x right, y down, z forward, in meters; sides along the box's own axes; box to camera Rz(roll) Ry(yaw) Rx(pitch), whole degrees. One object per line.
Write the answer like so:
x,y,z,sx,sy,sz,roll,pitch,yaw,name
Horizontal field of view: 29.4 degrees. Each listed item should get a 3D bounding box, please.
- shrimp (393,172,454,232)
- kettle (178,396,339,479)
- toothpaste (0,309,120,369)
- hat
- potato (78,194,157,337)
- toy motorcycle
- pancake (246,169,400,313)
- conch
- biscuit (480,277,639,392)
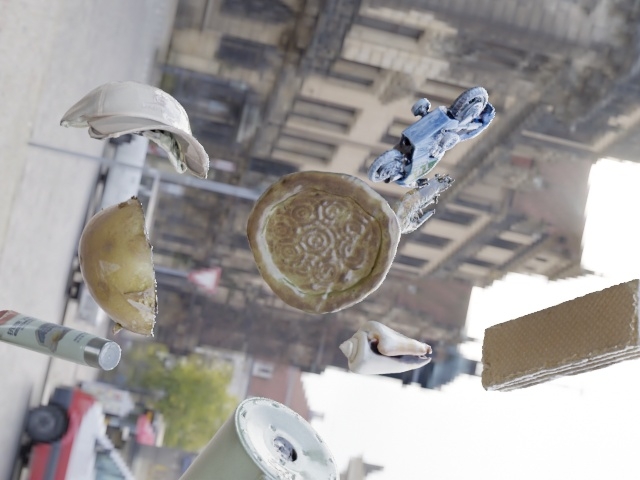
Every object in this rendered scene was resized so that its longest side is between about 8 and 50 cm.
0.186,-0.069,2.258,0.161,0.034,0.091,-35,140,-30,shrimp
-0.178,0.546,2.365,0.376,0.250,0.361,-49,-168,23,kettle
-0.344,0.123,1.530,0.062,0.239,0.039,-36,124,-42,toothpaste
-0.266,-0.193,1.895,0.226,0.219,0.164,-17,-122,55,hat
-0.353,0.058,2.104,0.299,0.116,0.239,124,-48,-70,potato
0.185,-0.163,2.036,0.092,0.254,0.135,50,-8,25,toy motorcycle
0.000,0.000,1.956,0.031,0.250,0.250,-66,172,-66,pancake
0.117,0.198,2.127,0.094,0.176,0.104,-86,-159,-56,conch
0.464,0.192,2.321,0.426,0.078,0.144,-25,-129,52,biscuit
